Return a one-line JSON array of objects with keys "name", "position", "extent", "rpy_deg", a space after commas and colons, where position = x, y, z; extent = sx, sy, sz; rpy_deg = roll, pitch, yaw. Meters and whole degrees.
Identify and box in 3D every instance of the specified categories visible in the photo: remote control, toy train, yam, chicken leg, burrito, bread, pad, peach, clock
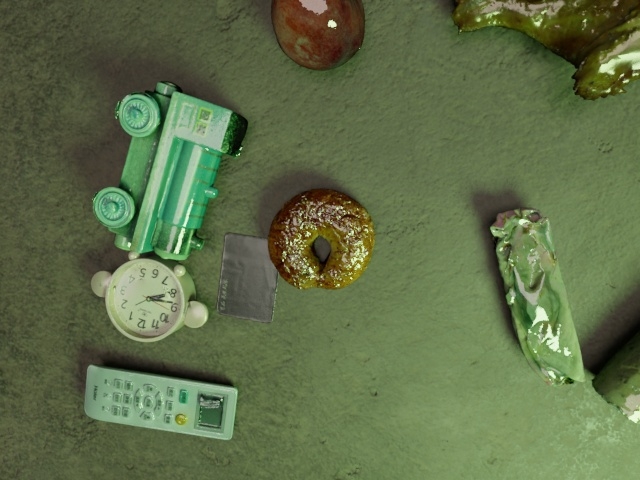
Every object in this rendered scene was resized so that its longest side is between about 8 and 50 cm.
[{"name": "remote control", "position": [-0.302, 0.301, 0.782], "extent": [0.292, 0.051, 0.103], "rpy_deg": [9, 96, 4]}, {"name": "toy train", "position": [-0.257, -0.112, 0.712], "extent": [0.193, 0.120, 0.299], "rpy_deg": [19, 97, 2]}, {"name": "yam", "position": [0.519, 0.190, 0.625], "extent": [0.107, 0.107, 0.194], "rpy_deg": [41, 99, 3]}, {"name": "chicken leg", "position": [0.376, -0.308, 0.599], "extent": [0.360, 0.140, 0.212], "rpy_deg": [2, 74, 18]}, {"name": "burrito", "position": [0.346, 0.097, 0.662], "extent": [0.096, 0.066, 0.310], "rpy_deg": [-18, 94, 7]}, {"name": "bread", "position": [0.000, 0.000, 0.708], "extent": [0.193, 0.064, 0.194], "rpy_deg": [1, 98, 7]}, {"name": "pad", "position": [-0.133, 0.070, 0.762], "extent": [0.112, 0.003, 0.157], "rpy_deg": [8, 96, 8]}, {"name": "peach", "position": [0.007, -0.347, 0.646], "extent": [0.151, 0.152, 0.152], "rpy_deg": [1, 94, 8]}, {"name": "clock", "position": [-0.311, 0.103, 0.763], "extent": [0.229, 0.063, 0.156], "rpy_deg": [16, 94, 4]}]
